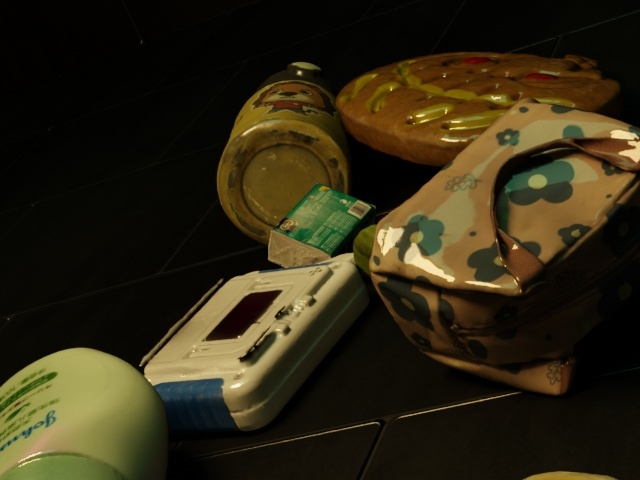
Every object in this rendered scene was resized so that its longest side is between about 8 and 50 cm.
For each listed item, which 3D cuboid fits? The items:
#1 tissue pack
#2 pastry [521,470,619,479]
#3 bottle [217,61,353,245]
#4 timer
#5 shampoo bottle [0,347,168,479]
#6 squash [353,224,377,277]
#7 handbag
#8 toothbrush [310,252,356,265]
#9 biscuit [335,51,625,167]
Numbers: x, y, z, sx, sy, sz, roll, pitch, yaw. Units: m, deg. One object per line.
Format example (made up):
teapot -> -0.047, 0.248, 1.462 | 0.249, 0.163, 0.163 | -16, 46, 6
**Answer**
tissue pack -> 0.000, 0.000, 1.738 | 0.085, 0.079, 0.111 | 24, 43, 18
pastry -> 0.158, 0.221, 0.961 | 0.156, 0.092, 0.156 | -24, 26, 13
bottle -> -0.040, -0.132, 1.969 | 0.171, 0.172, 0.351 | -22, 20, 10
timer -> -0.075, 0.105, 1.552 | 0.178, 0.078, 0.253 | -9, 25, 36
shampoo bottle -> -0.231, 0.233, 1.304 | 0.222, 0.151, 0.349 | -34, 20, 3
squash -> 0.102, 0.035, 1.515 | 0.066, 0.066, 0.229 | -31, 27, -15
handbag -> 0.199, 0.009, 1.317 | 0.251, 0.190, 0.193 | -42, 30, -20
toothbrush -> 0.172, -0.011, 1.602 | 0.418, 0.040, 0.042 | -18, 20, 19
biscuit -> 0.210, -0.184, 1.836 | 0.350, 0.070, 0.394 | -22, 24, -31
